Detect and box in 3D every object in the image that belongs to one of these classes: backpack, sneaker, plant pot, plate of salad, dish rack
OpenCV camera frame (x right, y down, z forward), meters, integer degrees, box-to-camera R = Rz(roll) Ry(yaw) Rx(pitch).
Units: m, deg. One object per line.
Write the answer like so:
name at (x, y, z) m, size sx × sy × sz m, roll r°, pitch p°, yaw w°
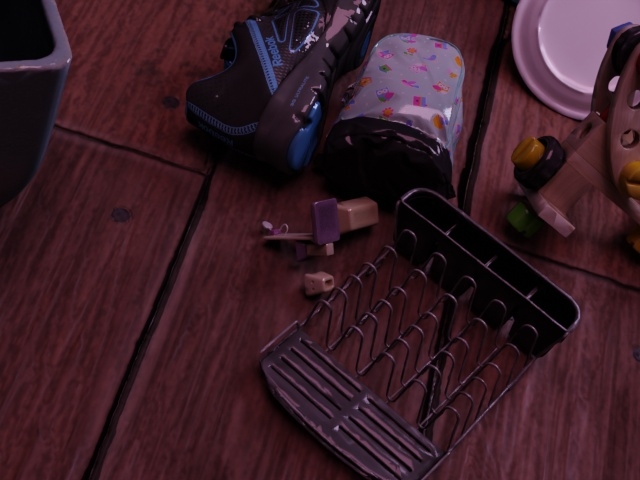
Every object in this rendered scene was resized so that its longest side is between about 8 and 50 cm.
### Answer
backpack at (0.089, -0.129, 1.314) m, size 0.152 × 0.115 × 0.182 m, roll 19°, pitch 47°, yaw 3°
sneaker at (-0.026, -0.219, 1.348) m, size 0.140 × 0.125 × 0.341 m, roll 20°, pitch 46°, yaw 9°
plant pot at (-0.370, -0.143, 1.102) m, size 0.247 × 0.252 × 0.248 m, roll -8°, pitch 55°, yaw -21°
plate of salad at (0.322, -0.236, 1.463) m, size 0.200 × 0.048 × 0.200 m, roll 0°, pitch 87°, yaw 6°
dish rack at (0.086, 0.092, 1.161) m, size 0.208 × 0.074 × 0.271 m, roll 39°, pitch 52°, yaw 17°

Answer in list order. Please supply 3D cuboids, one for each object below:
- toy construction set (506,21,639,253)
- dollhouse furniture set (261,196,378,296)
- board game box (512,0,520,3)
toy construction set at (0.335, -0.039, 1.273) m, size 0.237 × 0.257 × 0.309 m, roll -43°, pitch 45°, yaw 8°
dollhouse furniture set at (0.000, 0.000, 1.254) m, size 0.081 × 0.091 × 0.114 m, roll 0°, pitch 10°, yaw 37°
board game box at (0.331, -0.324, 1.508) m, size 0.210 × 0.160 × 0.047 m, roll 30°, pitch 43°, yaw 10°
